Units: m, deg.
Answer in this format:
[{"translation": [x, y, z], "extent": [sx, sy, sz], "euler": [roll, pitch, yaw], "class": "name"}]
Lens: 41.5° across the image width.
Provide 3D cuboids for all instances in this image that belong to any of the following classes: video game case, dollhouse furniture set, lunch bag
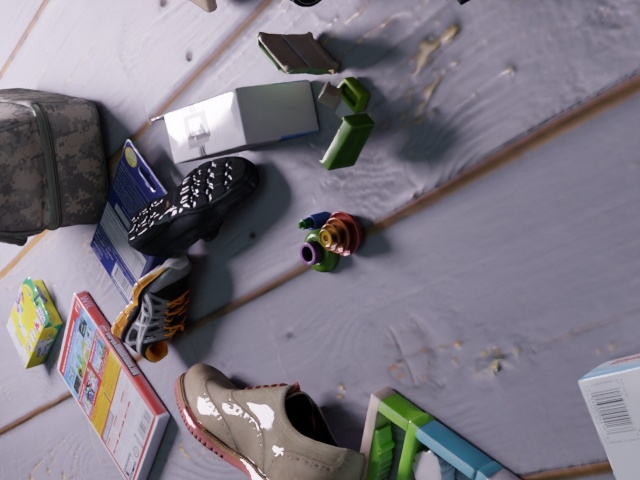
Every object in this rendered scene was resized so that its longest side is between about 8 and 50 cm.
[{"translation": [-0.353, 0.250, 1.408], "extent": [0.285, 0.025, 0.204], "euler": [48, 133, 28], "class": "video game case"}, {"translation": [-0.007, -0.146, 0.859], "extent": [0.152, 0.076, 0.059], "euler": [52, 134, 24], "class": "dollhouse furniture set"}, {"translation": [-0.509, -0.115, 1.297], "extent": [0.305, 0.256, 0.213], "euler": [18, 114, 45], "class": "lunch bag"}]

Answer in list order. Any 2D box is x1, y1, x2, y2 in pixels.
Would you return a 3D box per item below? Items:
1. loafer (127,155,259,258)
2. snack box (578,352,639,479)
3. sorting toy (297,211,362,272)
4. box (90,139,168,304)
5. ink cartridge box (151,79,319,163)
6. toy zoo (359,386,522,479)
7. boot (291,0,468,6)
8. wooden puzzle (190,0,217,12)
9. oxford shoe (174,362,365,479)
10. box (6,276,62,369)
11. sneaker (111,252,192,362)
[{"translation": [-0.152, -0.038, 1.063], "extent": [0.223, 0.078, 0.076], "euler": [-27, 48, 35], "class": "loafer"}, {"translation": [0.331, 0.226, 0.600], "extent": [0.187, 0.060, 0.322], "euler": [-27, 81, 49], "class": "snack box"}, {"translation": [0.000, 0.000, 0.920], "extent": [0.102, 0.042, 0.061], "euler": [-37, 73, 48], "class": "sorting toy"}, {"translation": [-0.262, -0.023, 1.214], "extent": [0.136, 0.036, 0.225], "euler": [52, 135, 24], "class": "box"}, {"translation": [-0.100, -0.129, 0.948], "extent": [0.180, 0.104, 0.060], "euler": [-6, 98, 50], "class": "ink cartridge box"}, {"translation": [0.148, 0.302, 0.853], "extent": [0.293, 0.030, 0.192], "euler": [31, 124, 39], "class": "toy zoo"}, {"translation": [0.058, -0.260, 0.745], "extent": [0.179, 0.085, 0.236], "euler": [55, 135, 19], "class": "boot"}, {"translation": [-0.197, -0.474, 0.928], "extent": [0.322, 0.080, 0.348], "euler": [36, 137, 20], "class": "wooden puzzle"}, {"translation": [-0.060, 0.222, 1.025], "extent": [0.348, 0.123, 0.130], "euler": [31, 94, 47], "class": "oxford shoe"}, {"translation": [-0.532, 0.150, 1.567], "extent": [0.105, 0.043, 0.179], "euler": [58, 139, 19], "class": "box"}, {"translation": [-0.219, 0.093, 1.178], "extent": [0.083, 0.084, 0.215], "euler": [46, 136, 9], "class": "sneaker"}]
